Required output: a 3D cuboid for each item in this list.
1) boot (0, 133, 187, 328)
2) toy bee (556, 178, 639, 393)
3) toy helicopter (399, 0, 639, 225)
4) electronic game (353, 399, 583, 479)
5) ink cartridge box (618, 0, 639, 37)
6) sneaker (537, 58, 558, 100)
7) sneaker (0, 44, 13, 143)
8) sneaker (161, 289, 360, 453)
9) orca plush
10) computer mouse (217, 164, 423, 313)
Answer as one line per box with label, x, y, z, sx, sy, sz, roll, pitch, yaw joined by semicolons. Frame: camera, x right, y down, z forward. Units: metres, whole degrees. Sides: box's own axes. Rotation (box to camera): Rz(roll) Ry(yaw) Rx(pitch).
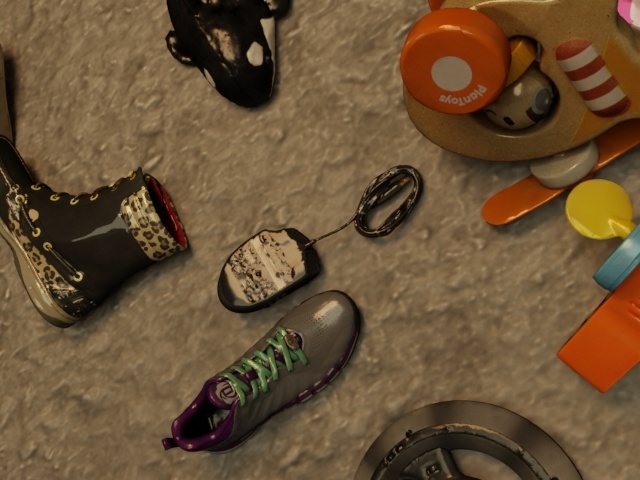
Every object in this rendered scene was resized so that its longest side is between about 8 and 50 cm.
boot;-0.267;-0.044;0.832;0.179;0.085;0.236;-29;82;10
toy bee;0.305;0.011;0.580;0.162;0.298;0.195;-38;91;-28
toy helicopter;0.245;-0.116;0.622;0.355;0.235;0.140;4;48;20
electronic game;0.133;0.262;0.685;0.229;0.048;0.229;-6;76;22
ink cartridge box;0.338;-0.245;0.665;0.371;0.069;0.175;32;94;17
sneaker;0.227;-0.146;0.711;0.119;0.047;0.057;-12;91;17
sneaker;-0.442;-0.144;0.913;0.118;0.083;0.221;5;92;37
sneaker;-0.053;0.136;0.733;0.223;0.098;0.083;-45;73;8
orca plush;-0.119;-0.289;0.803;0.151;0.102;0.287;-5;82;17
computer mouse;0.000;0.000;0.771;0.242;0.041;0.071;-30;74;5
